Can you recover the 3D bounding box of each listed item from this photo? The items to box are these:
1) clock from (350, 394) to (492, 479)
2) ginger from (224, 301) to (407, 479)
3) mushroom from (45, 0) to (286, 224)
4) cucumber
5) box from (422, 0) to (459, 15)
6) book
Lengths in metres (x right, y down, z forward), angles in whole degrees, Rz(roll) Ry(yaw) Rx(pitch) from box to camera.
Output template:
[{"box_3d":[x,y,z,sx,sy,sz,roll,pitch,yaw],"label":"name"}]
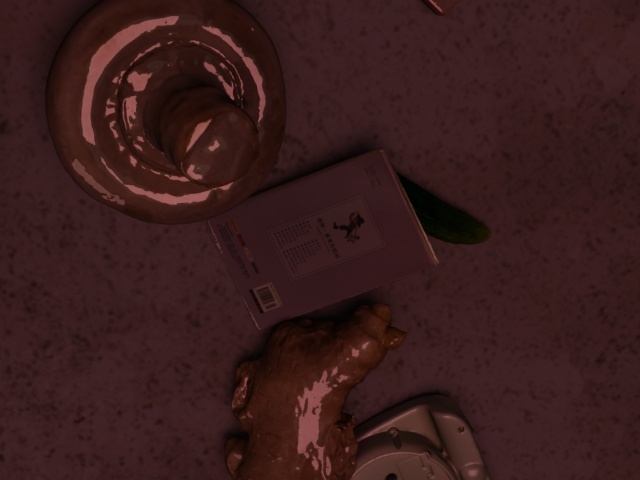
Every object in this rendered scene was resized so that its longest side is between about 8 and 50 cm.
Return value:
[{"box_3d":[0.070,0.246,1.489,0.191,0.062,0.151,-23,111,0],"label":"clock"},{"box_3d":[-0.015,0.142,1.424,0.137,0.074,0.213,21,103,7],"label":"ginger"},{"box_3d":[-0.127,-0.099,1.273,0.206,0.209,0.206,0,134,0],"label":"mushroom"},{"box_3d":[0.085,-0.032,1.409,0.168,0.039,0.039,28,102,-19],"label":"cucumber"},{"box_3d":[0.082,-0.249,1.340,0.115,0.025,0.048,43,92,-20],"label":"box"},{"box_3d":[0.000,0.000,1.396,0.182,0.014,0.127,-21,111,13],"label":"book"}]
